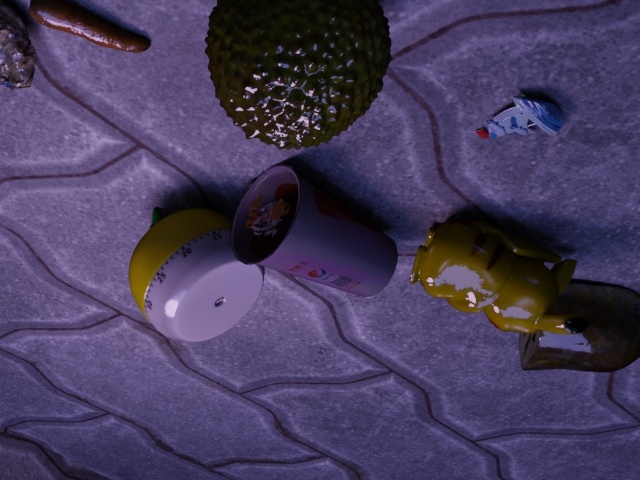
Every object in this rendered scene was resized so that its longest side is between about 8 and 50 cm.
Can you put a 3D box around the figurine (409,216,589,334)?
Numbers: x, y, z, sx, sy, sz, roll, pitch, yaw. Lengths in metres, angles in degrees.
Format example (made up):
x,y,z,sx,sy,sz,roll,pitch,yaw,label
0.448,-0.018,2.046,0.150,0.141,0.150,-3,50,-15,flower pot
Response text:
x,y,z,sx,sy,sz,roll,pitch,yaw,label
0.341,0.069,1.735,0.327,0.218,0.169,30,125,2,figurine

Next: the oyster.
x,y,z,sx,sy,sz,roll,pitch,yaw,label
-0.565,-0.327,1.423,0.260,0.092,0.198,30,137,-26,oyster

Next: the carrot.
x,y,z,sx,sy,sz,roll,pitch,yaw,label
-0.356,-0.330,1.411,0.191,0.047,0.047,20,145,-21,carrot

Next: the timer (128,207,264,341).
x,y,z,sx,sy,sz,roll,pitch,yaw,label
-0.272,0.039,1.819,0.285,0.285,0.285,6,147,4,timer

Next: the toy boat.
x,y,z,sx,sy,sz,roll,pitch,yaw,label
0.320,-0.202,1.485,0.149,0.034,0.105,4,152,30,toy boat

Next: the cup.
x,y,z,sx,sy,sz,roll,pitch,yaw,label
0.000,0.000,1.731,0.288,0.203,0.203,26,144,-35,cup

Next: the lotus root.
x,y,z,sx,sy,sz,roll,pitch,yaw,label
0.580,0.217,1.960,0.260,0.149,0.267,7,150,3,lotus root

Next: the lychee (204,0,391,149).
x,y,z,sx,sy,sz,roll,pitch,yaw,label
-0.029,-0.259,1.244,0.270,0.320,0.269,-20,132,-23,lychee
